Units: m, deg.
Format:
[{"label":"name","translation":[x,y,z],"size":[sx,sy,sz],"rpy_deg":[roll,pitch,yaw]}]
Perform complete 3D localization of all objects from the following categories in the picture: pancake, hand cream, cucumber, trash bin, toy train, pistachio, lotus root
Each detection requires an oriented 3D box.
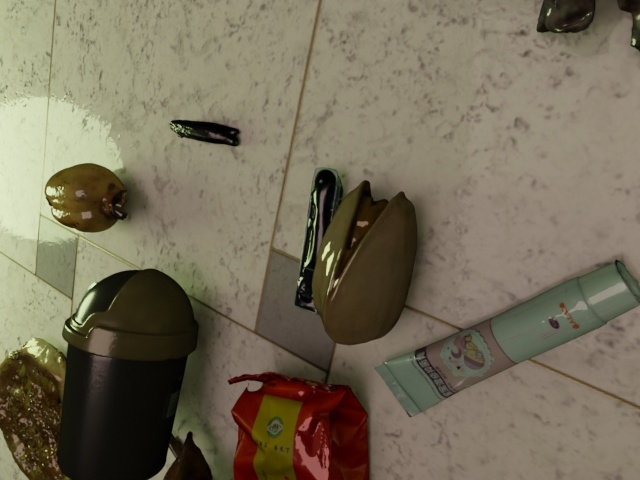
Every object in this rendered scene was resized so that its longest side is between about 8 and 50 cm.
[{"label":"pancake","translation":[-0.642,0.410,1.219],"size":[0.381,0.071,0.383],"rpy_deg":[5,100,33]},{"label":"hand cream","translation":[0.208,0.123,0.629],"size":[0.331,0.058,0.085],"rpy_deg":[-37,93,37]},{"label":"cucumber","translation":[-0.189,-0.177,0.859],"size":[0.134,0.034,0.033],"rpy_deg":[14,99,31]},{"label":"trash bin","translation":[-0.322,0.208,0.882],"size":[0.214,0.214,0.334],"rpy_deg":[15,98,31]},{"label":"toy train","translation":[0.000,0.000,0.749],"size":[0.043,0.047,0.208],"rpy_deg":[15,104,30]},{"label":"pistachio","translation":[0.053,0.030,0.670],"size":[0.129,0.131,0.206],"rpy_deg":[16,102,22]},{"label":"lotus root","translation":[-0.426,-0.078,0.982],"size":[0.220,0.118,0.125],"rpy_deg":[5,131,30]}]

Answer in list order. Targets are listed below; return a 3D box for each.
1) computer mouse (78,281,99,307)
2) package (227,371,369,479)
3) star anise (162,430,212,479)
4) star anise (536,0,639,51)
[{"label":"computer mouse","translation":[-0.426,0.187,1.045],"size":[0.230,0.079,0.128],"rpy_deg":[38,113,27]},{"label":"package","translation":[-0.030,0.386,0.775],"size":[0.195,0.123,0.425],"rpy_deg":[1,97,33]},{"label":"star anise","translation":[-0.216,0.481,0.865],"size":[0.349,0.108,0.293],"rpy_deg":[5,76,57]},{"label":"star anise","translation":[0.265,-0.295,0.430],"size":[0.331,0.118,0.332],"rpy_deg":[31,151,19]}]
